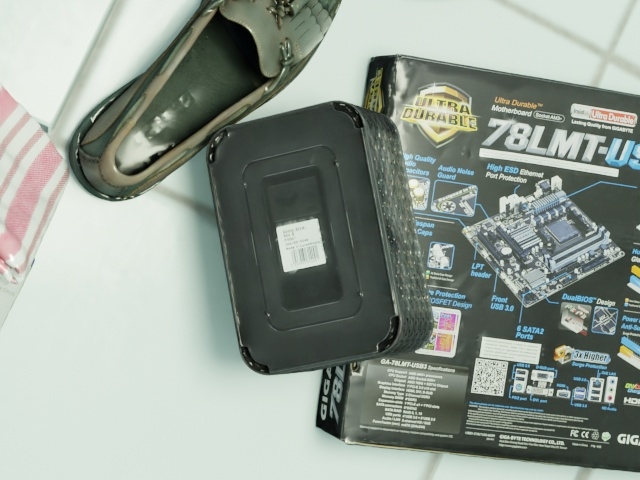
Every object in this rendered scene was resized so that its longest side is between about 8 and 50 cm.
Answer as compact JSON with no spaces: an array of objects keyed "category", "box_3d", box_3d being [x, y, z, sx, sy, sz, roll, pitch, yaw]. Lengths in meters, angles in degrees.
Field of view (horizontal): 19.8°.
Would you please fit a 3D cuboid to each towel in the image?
[{"category":"towel","box_3d":[-0.241,-0.079,1.234,0.029,0.144,0.197,-27,116,23]}]

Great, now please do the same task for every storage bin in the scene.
[{"category":"storage bin","box_3d":[0.000,0.000,1.312,0.122,0.084,0.180,-12,83,19]}]

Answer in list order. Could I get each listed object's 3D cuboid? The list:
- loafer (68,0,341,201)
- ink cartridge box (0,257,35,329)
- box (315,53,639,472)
[{"category":"loafer","box_3d":[-0.066,-0.127,1.325,0.267,0.084,0.096,-46,105,-10]},{"category":"ink cartridge box","box_3d":[-0.335,0.145,1.216,0.371,0.069,0.176,-63,149,-4]},{"category":"box","box_3d":[0.162,0.022,1.415,0.296,0.073,0.293,7,90,-17]}]
